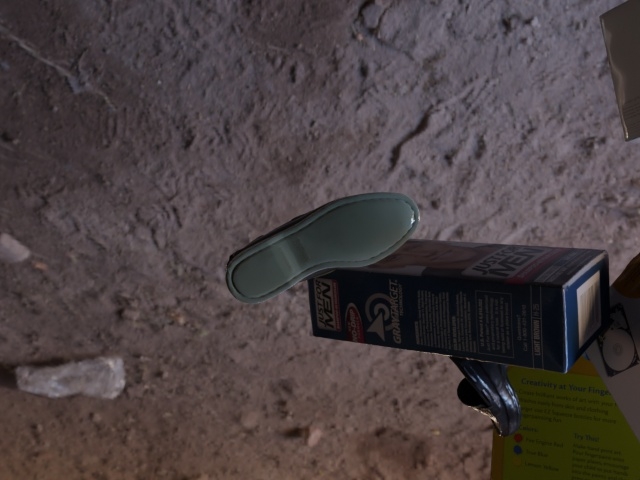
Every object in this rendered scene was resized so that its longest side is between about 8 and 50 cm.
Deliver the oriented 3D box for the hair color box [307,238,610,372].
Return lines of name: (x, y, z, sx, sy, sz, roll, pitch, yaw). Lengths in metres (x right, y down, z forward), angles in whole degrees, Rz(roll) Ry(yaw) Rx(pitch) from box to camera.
hair color box: (0.171, 0.069, 0.980, 0.347, 0.174, 0.105, 3, 104, 36)

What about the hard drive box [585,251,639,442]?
hard drive box: (0.438, 0.142, 0.922, 0.089, 0.232, 0.181, 5, 132, -25)

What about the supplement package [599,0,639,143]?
supplement package: (0.449, -0.223, 0.986, 0.105, 0.179, 0.105, 0, 167, -37)

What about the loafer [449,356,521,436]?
loafer: (0.234, 0.212, 1.096, 0.078, 0.076, 0.223, -27, 129, -2)

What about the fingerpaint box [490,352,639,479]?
fingerpaint box: (0.537, 0.290, 1.311, 0.444, 0.371, 0.163, 2, 178, 29)

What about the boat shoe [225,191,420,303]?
boat shoe: (0.000, 0.000, 0.866, 0.227, 0.069, 0.081, -21, 101, -2)
